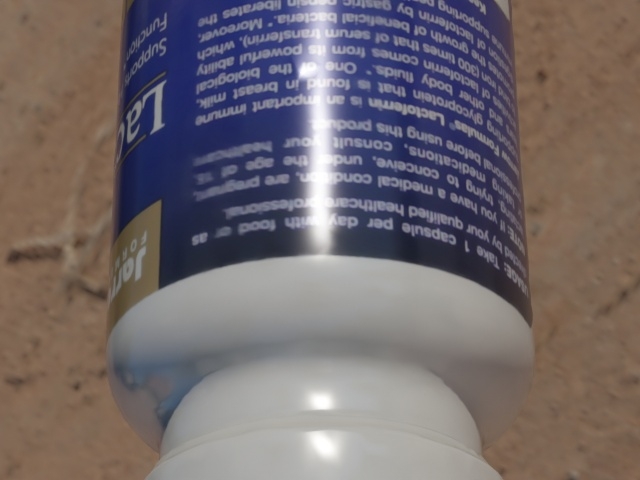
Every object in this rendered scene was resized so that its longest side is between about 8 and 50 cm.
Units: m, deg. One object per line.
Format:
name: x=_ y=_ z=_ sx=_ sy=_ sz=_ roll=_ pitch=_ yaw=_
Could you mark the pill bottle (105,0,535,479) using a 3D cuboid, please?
pill bottle: x=0.000 y=0.000 z=0.699 sx=0.153 sy=0.153 sz=0.265 roll=-25 pitch=52 yaw=36
